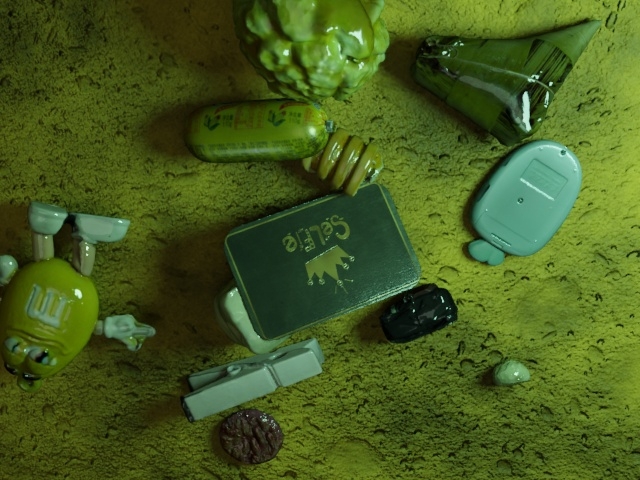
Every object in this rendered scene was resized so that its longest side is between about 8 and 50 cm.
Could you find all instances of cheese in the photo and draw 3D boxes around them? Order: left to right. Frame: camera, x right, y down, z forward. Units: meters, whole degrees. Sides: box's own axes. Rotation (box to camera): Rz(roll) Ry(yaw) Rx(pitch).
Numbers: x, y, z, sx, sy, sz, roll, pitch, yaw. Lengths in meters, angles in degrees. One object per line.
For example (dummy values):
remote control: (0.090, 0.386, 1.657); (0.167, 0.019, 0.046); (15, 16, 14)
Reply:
cheese: (-0.110, 0.126, 1.762); (0.248, 0.251, 0.173); (-34, 90, -22)

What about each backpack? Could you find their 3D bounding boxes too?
backpack: (0.208, 0.156, 1.758); (0.165, 0.120, 0.105); (-21, 84, 11)

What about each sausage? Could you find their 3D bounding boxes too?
sausage: (-0.129, -0.217, 1.622); (0.347, 0.123, 0.123); (-1, 109, 23)

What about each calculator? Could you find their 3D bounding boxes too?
calculator: (0.418, -0.070, 1.698); (0.185, 0.041, 0.299); (32, 107, -6)

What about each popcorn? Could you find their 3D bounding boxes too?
popcorn: (-0.026, -0.416, 1.496); (0.335, 0.274, 0.279); (45, 79, -7)

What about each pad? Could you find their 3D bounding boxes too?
pad: (0.000, -0.001, 1.646); (0.375, 0.063, 0.315); (-21, 80, -15)

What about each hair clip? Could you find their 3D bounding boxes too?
hair clip: (-0.153, 0.312, 1.849); (0.331, 0.101, 0.085); (-18, 102, 8)

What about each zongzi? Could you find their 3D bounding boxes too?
zongzi: (0.352, -0.370, 1.574); (0.274, 0.145, 0.300); (34, 91, -1)

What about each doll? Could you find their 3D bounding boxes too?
doll: (-0.559, 0.114, 1.787); (0.348, 0.161, 0.423); (-12, 102, 3)

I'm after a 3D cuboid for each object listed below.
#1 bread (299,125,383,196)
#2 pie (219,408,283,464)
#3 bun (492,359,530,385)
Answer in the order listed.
bread: (0.039, -0.167, 1.667); (0.177, 0.084, 0.119); (28, 93, 4)
pie: (-0.163, 0.466, 1.930); (0.154, 0.036, 0.154); (2, 109, 5)
bun: (0.419, 0.291, 1.805); (0.086, 0.086, 0.054); (-8, 77, 7)
